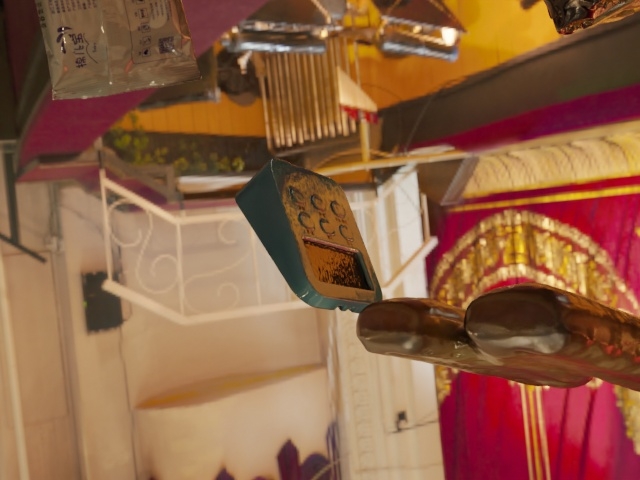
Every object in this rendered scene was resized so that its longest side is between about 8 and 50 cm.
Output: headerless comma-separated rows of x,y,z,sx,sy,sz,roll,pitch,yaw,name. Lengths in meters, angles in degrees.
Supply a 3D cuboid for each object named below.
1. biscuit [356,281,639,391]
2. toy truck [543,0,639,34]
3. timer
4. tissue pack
0.204,0.097,0.699,0.291,0.062,0.237,18,163,-33,biscuit
0.497,-0.458,1.100,0.254,0.180,0.405,-13,173,-21,toy truck
0.000,0.000,1.234,0.091,0.250,0.232,-41,152,21,timer
-0.164,-0.208,0.573,0.123,0.193,0.026,-19,-157,-29,tissue pack
